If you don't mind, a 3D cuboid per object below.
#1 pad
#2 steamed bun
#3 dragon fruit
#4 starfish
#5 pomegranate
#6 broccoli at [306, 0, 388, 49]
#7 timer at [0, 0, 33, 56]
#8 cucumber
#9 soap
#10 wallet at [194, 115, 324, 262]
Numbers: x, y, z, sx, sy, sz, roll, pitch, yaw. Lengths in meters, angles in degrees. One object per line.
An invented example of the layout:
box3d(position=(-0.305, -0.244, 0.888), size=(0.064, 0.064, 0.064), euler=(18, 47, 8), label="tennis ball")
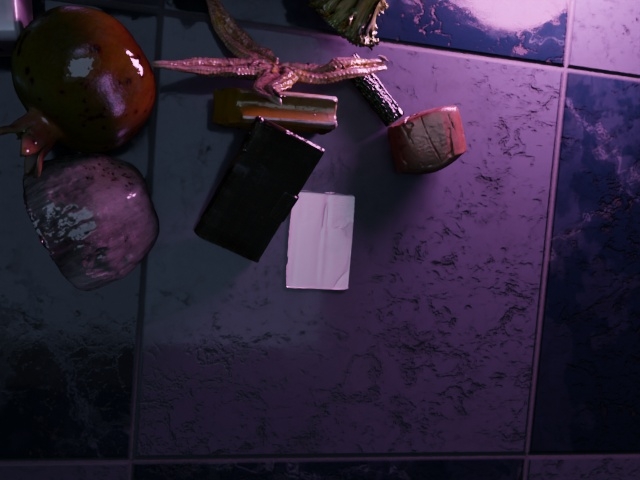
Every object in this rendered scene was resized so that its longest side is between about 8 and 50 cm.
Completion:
box3d(position=(0.000, 0.000, 1.602), size=(0.156, 0.004, 0.232), euler=(3, 93, -13), label="pad")
box3d(position=(0.249, -0.232, 1.598), size=(0.175, 0.106, 0.145), euler=(-17, 104, 2), label="steamed bun")
box3d(position=(-0.451, -0.053, 1.388), size=(0.221, 0.204, 0.283), euler=(-24, 100, -11), label="dragon fruit")
box3d(position=(-0.107, -0.385, 1.415), size=(0.398, 0.384, 0.132), euler=(33, 125, 9), label="starfish")
box3d(position=(-0.482, -0.283, 1.312), size=(0.323, 0.291, 0.291), euler=(-41, 102, -6), label="pomegranate")
box3d(position=(0.119, -0.582, 1.402), size=(0.221, 0.361, 0.252), euler=(-25, 85, -38), label="broccoli")
box3d(position=(-0.670, -0.465, 1.307), size=(0.194, 0.192, 0.195), euler=(-5, 95, -14), label="timer")
box3d(position=(0.122, -0.348, 1.579), size=(0.058, 0.058, 0.187), euler=(-43, 103, -7), label="cucumber")
box3d(position=(-0.104, -0.279, 1.475), size=(0.257, 0.160, 0.080), euler=(3, 92, -14), label="soap")
box3d(position=(-0.136, -0.104, 1.470), size=(0.168, 0.044, 0.317), euler=(24, 118, -19), label="wallet")
